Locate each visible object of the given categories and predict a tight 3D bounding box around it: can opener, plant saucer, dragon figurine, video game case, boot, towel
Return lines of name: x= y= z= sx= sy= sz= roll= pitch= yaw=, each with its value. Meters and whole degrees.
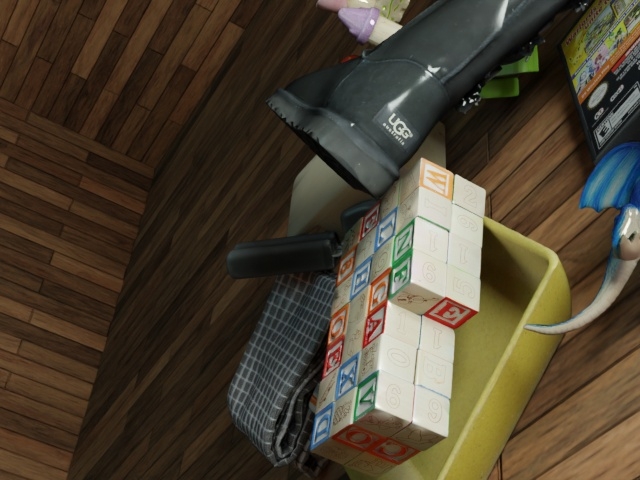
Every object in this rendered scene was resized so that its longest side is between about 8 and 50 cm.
can opener: x=0.000 y=0.000 z=1.497 sx=0.074 sy=0.280 sz=0.093 roll=-51 pitch=-52 yaw=-72
plant saucer: x=0.142 y=0.139 z=1.151 sx=0.332 sy=0.081 sz=0.333 roll=-63 pitch=18 yaw=5
dragon figurine: x=0.294 y=-0.032 z=0.935 sx=0.289 sy=0.085 sz=0.144 roll=-53 pitch=19 yaw=21
video game case: x=0.364 y=-0.242 z=1.099 sx=0.275 sy=0.035 sz=0.248 roll=-53 pitch=22 yaw=34
boot: x=0.155 y=-0.259 z=1.215 sx=0.445 sy=0.146 sz=0.367 roll=-47 pitch=22 yaw=1
towel: x=-0.024 y=0.172 z=1.506 sx=0.283 sy=0.121 sz=0.235 roll=-66 pitch=19 yaw=-3

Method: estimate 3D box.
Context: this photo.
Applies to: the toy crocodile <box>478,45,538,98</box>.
toy crocodile: x=0.182 y=-0.251 z=1.413 sx=0.340 sy=0.105 sz=0.115 roll=-158 pitch=62 yaw=-65

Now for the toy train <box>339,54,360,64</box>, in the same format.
toy train: x=0.062 y=-0.208 z=1.625 sx=0.248 sy=0.105 sz=0.143 roll=-15 pitch=48 yaw=7

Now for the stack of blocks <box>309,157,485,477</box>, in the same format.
stack of blocks: x=0.086 y=0.080 z=1.113 sx=0.171 sy=0.087 sz=0.297 roll=-45 pitch=27 yaw=46

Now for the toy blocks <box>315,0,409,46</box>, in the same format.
toy blocks: x=0.040 y=-0.447 z=1.438 sx=0.288 sy=0.260 sz=0.309 roll=-61 pitch=10 yaw=26

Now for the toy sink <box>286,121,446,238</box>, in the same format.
toy sink: x=0.071 y=-0.081 z=1.552 sx=0.234 sy=0.131 sz=0.152 roll=-44 pitch=27 yaw=37

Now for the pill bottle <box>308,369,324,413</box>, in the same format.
pill bottle: x=0.052 y=0.167 z=1.355 sx=0.152 sy=0.086 sz=0.086 roll=-65 pitch=18 yaw=0
